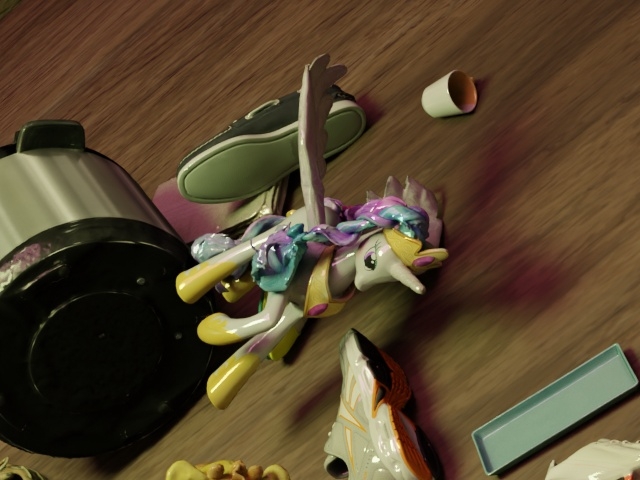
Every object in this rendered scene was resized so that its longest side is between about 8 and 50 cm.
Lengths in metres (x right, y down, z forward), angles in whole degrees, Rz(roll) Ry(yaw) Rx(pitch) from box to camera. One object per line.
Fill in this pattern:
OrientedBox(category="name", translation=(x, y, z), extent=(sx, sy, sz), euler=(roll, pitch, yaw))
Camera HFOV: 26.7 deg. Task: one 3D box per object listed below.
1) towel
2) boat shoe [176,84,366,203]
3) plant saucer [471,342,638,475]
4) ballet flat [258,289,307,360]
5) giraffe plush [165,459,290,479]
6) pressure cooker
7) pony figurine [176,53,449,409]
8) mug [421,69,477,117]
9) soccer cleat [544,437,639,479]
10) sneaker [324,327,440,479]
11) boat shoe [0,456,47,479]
OrientedBox(category="towel", translation=(-0.164, -0.055, 2.106), extent=(0.282, 0.049, 0.187), euler=(-19, 40, 30))
OrientedBox(category="boat shoe", translation=(-0.083, -0.146, 2.001), extent=(0.303, 0.114, 0.091), euler=(-20, 45, -18))
OrientedBox(category="plant saucer", translation=(0.253, 0.185, 1.454), extent=(0.192, 0.018, 0.067), euler=(-34, 36, 13))
OrientedBox(category="ballet flat", translation=(-0.040, 0.064, 1.837), extent=(0.077, 0.077, 0.231), euler=(-13, 40, 13))
OrientedBox(category="giraffe plush", translation=(-0.121, 0.320, 1.503), extent=(0.210, 0.181, 0.170), euler=(13, 100, 43))
OrientedBox(category="pressure cooker", translation=(-0.376, 0.064, 1.913), extent=(0.370, 0.375, 0.420), euler=(-43, 38, 0))
OrientedBox(category="pony figurine", translation=(0.000, 0.000, 1.654), extent=(0.363, 0.303, 0.351), euler=(-29, 35, 26))
OrientedBox(category="mug", translation=(0.183, -0.202, 1.912), extent=(0.064, 0.078, 0.062), euler=(-18, 74, 45))
OrientedBox(category="soccer cleat", translation=(0.303, 0.220, 1.326), extent=(0.196, 0.068, 0.076), euler=(-24, 36, 31))
OrientedBox(category="sneaker", translation=(0.044, 0.211, 1.576), extent=(0.121, 0.099, 0.262), euler=(-41, 31, 16))
OrientedBox(category="boat shoe", translation=(-0.432, 0.364, 1.896), extent=(0.285, 0.089, 0.104), euler=(10, 62, 50))
